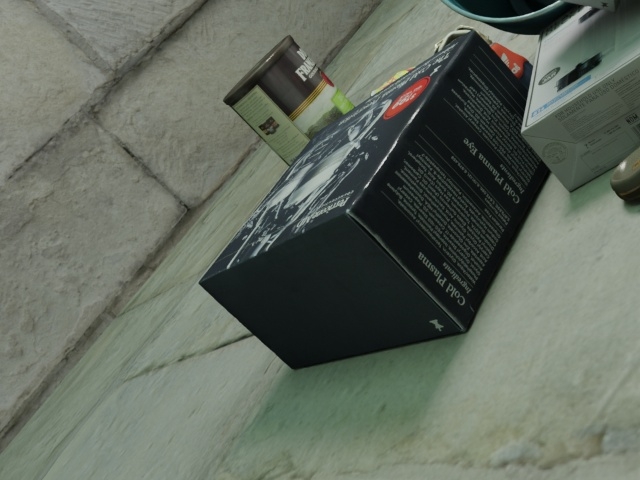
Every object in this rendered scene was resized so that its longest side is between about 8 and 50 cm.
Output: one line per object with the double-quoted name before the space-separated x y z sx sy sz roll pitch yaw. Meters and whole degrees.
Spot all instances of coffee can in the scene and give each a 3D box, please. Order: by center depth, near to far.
"coffee can" -0.045 -0.276 1.730 0.201 0.275 0.201 -41 16 14

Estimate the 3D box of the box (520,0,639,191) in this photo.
"box" 0.325 -0.197 0.882 0.169 0.087 0.290 -34 18 37

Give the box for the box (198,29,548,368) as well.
"box" 0.067 -0.035 0.964 0.343 0.179 0.312 -25 26 53

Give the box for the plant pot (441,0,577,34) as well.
"plant pot" 0.307 -0.410 1.108 0.272 0.271 0.255 -38 -19 24

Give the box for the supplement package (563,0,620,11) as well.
"supplement package" 0.288 -0.391 0.838 0.244 0.139 0.134 -67 -26 -5

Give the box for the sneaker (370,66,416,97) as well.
"sneaker" 0.167 -0.308 1.631 0.094 0.081 0.208 -34 18 29

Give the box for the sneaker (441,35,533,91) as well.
"sneaker" 0.206 -0.211 1.121 0.131 0.148 0.350 -47 13 -7

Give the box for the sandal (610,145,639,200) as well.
"sandal" 0.319 -0.131 0.685 0.219 0.060 0.090 -54 -4 32

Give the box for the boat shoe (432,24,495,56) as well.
"boat shoe" 0.256 -0.321 1.377 0.113 0.103 0.302 -41 15 13
